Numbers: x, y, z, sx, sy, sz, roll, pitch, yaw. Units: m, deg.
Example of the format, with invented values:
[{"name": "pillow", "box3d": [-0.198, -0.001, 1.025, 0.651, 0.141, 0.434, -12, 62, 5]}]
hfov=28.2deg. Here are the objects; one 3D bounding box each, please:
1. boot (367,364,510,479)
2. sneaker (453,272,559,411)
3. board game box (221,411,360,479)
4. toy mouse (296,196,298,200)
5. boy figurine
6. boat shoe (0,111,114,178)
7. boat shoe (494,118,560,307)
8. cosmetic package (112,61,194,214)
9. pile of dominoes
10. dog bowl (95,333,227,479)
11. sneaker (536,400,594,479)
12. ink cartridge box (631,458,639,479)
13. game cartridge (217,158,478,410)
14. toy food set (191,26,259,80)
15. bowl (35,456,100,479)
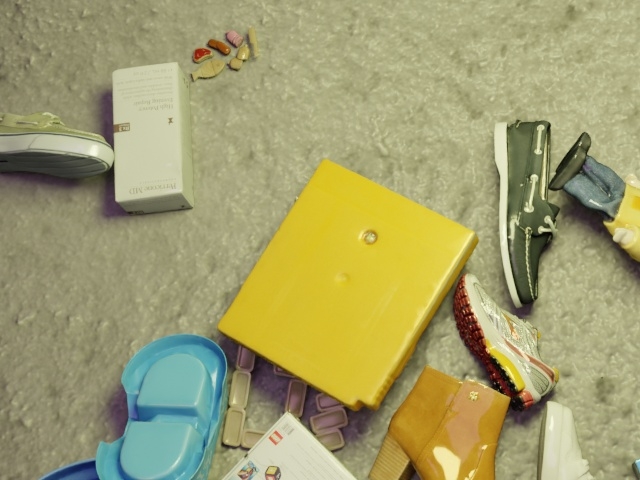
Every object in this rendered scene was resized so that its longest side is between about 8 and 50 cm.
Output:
[{"name": "boot", "box3d": [0.229, 0.324, 1.858, 0.295, 0.104, 0.211, 30, 87, 22]}, {"name": "sneaker", "box3d": [0.276, 0.146, 1.927, 0.092, 0.088, 0.225, -24, 71, -19]}, {"name": "board game box", "box3d": [-0.006, 0.429, 1.891, 0.305, 0.053, 0.193, 44, 87, 15]}, {"name": "toy mouse", "box3d": [0.000, 0.000, 2.030, 0.143, 0.031, 0.161, -7, 73, 7]}, {"name": "boy figurine", "box3d": [0.476, -0.034, 1.900, 0.285, 0.177, 0.092, 36, 127, 3]}, {"name": "boat shoe", "box3d": [-0.467, -0.167, 2.095, 0.302, 0.109, 0.094, 5, 69, 26]}, {"name": "boat shoe", "box3d": [0.320, -0.048, 1.948, 0.091, 0.114, 0.303, -6, 74, 14]}, {"name": "cosmetic package", "box3d": [-0.275, -0.167, 2.096, 0.117, 0.085, 0.231, -8, 72, 8]}, {"name": "pile of dominoes", "box3d": [-0.035, 0.209, 1.987, 0.196, 0.040, 0.251, 9, 84, 11]}, {"name": "dog bowl", "box3d": [-0.228, 0.278, 1.909, 0.166, 0.074, 0.297, 0, 47, 14]}, {"name": "sneaker", "box3d": [0.394, 0.378, 1.826, 0.169, 0.108, 0.293, 0, 84, 8]}, {"name": "ink cartridge box", "box3d": [0.553, 0.334, 1.827, 0.181, 0.061, 0.104, -22, 72, 2]}, {"name": "game cartridge", "box3d": [0.040, 0.068, 1.942, 0.285, 0.053, 0.324, 28, 80, 24]}, {"name": "toy food set", "box3d": [-0.162, -0.317, 2.155, 0.122, 0.019, 0.078, -14, 72, 13]}, {"name": "bowl", "box3d": [-0.328, 0.503, 1.853, 0.391, 0.077, 0.391, -9, 50, 10]}]
